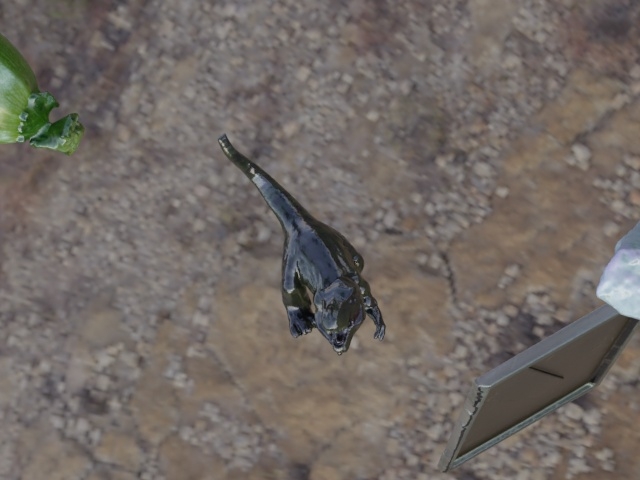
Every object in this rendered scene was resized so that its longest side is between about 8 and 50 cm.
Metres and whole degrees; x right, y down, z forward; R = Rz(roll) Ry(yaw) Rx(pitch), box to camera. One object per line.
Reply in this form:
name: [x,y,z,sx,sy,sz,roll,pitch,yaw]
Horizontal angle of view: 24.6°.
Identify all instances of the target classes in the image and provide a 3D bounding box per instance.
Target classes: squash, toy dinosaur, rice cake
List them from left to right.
squash: [-0.360,-0.169,1.173,0.378,0.101,0.101,27,93,2]
toy dinosaur: [0.000,0.000,1.231,0.087,0.179,0.187,-22,27,-17]
rice cake: [0.229,0.003,0.882,0.085,0.226,0.040,26,116,15]

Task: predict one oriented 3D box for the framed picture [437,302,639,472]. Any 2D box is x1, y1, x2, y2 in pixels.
framed picture: [0.225,0.141,1.474,0.213,0.289,0.016,-28,70,-14]
